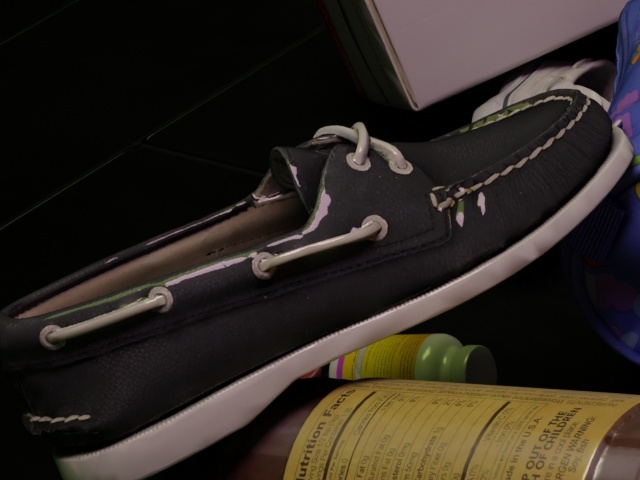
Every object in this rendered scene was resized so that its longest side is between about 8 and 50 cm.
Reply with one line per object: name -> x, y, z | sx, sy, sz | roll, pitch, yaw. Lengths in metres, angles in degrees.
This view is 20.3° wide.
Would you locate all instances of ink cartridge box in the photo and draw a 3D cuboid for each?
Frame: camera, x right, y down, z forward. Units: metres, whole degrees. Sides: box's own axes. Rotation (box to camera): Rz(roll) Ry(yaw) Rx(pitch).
ink cartridge box -> 0.110, -0.180, 1.228 | 0.197, 0.114, 0.273 | -25, 7, -3

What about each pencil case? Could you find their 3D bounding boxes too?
pencil case -> 0.202, -0.052, 0.943 | 0.119, 0.133, 0.306 | -57, 2, 34

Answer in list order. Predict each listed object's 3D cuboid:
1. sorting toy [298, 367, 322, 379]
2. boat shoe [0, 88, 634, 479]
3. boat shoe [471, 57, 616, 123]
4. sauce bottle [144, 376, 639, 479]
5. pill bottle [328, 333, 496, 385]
sorting toy -> -0.048, 0.079, 0.998 | 0.102, 0.042, 0.061 | -34, 26, -22
boat shoe -> 0.000, 0.000, 0.791 | 0.302, 0.091, 0.114 | -32, 15, -15
boat shoe -> 0.143, -0.066, 1.077 | 0.075, 0.083, 0.226 | -16, 24, 19
sauce bottle -> 0.031, 0.114, 0.774 | 0.344, 0.111, 0.111 | -1, 32, 46
pill bottle -> 0.048, 0.070, 0.928 | 0.083, 0.043, 0.043 | -4, 30, 38
